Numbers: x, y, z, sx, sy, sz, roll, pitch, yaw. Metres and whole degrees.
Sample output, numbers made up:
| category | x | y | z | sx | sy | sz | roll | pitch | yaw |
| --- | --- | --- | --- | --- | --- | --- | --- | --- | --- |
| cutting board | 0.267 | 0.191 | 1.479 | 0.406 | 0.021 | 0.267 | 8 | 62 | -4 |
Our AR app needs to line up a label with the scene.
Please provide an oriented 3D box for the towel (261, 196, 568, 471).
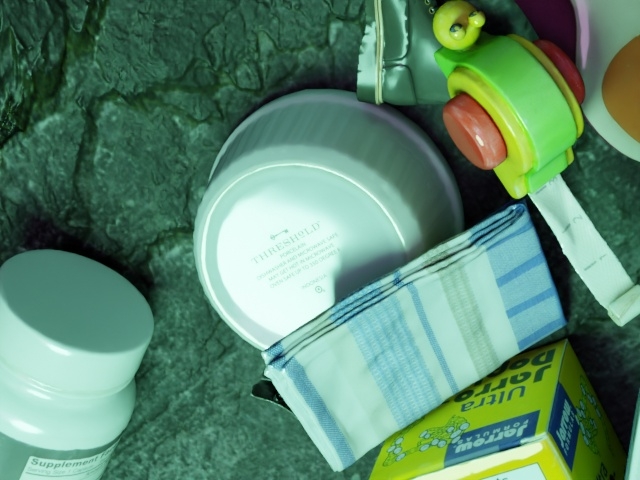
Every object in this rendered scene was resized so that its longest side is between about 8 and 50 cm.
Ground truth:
| category | x | y | z | sx | sy | sz | roll | pitch | yaw |
| --- | --- | --- | --- | --- | --- | --- | --- | --- | --- |
| towel | 0.097 | 0.096 | 1.286 | 0.285 | 0.034 | 0.209 | -31 | 137 | -4 |

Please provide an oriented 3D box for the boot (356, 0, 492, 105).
| category | x | y | z | sx | sy | sz | roll | pitch | yaw |
| --- | --- | --- | --- | --- | --- | --- | --- | --- | --- |
| boot | 0.110 | -0.211 | 1.251 | 0.137 | 0.077 | 0.198 | 9 | 129 | 7 |

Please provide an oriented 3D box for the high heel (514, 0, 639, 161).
| category | x | y | z | sx | sy | sz | roll | pitch | yaw |
| --- | --- | --- | --- | --- | --- | --- | --- | --- | --- |
| high heel | 0.217 | -0.239 | 1.214 | 0.127 | 0.181 | 0.377 | -31 | 122 | -3 |

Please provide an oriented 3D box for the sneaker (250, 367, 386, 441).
| category | x | y | z | sx | sy | sz | roll | pitch | yaw |
| --- | --- | --- | --- | --- | --- | --- | --- | --- | --- |
| sneaker | 0.014 | 0.177 | 1.433 | 0.170 | 0.089 | 0.051 | 35 | 118 | 0 |

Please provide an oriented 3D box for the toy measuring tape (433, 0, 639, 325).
| category | x | y | z | sx | sy | sz | roll | pitch | yaw |
| --- | --- | --- | --- | --- | --- | --- | --- | --- | --- |
| toy measuring tape | 0.198 | -0.063 | 1.159 | 0.121 | 0.121 | 0.330 | -30 | 101 | 25 |

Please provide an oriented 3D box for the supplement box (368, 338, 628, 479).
| category | x | y | z | sx | sy | sz | roll | pitch | yaw |
| --- | --- | --- | --- | --- | --- | --- | --- | --- | --- |
| supplement box | 0.225 | 0.315 | 1.373 | 0.194 | 0.195 | 0.357 | -22 | 106 | 23 |

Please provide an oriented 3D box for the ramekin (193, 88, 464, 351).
| category | x | y | z | sx | sy | sz | roll | pitch | yaw |
| --- | --- | --- | --- | --- | --- | --- | --- | --- | --- |
| ramekin | 0.000 | 0.000 | 1.338 | 0.272 | 0.127 | 0.273 | 6 | 115 | 14 |

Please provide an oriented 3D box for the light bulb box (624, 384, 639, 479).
| category | x | y | z | sx | sy | sz | roll | pitch | yaw |
| --- | --- | --- | --- | --- | --- | --- | --- | --- | --- |
| light bulb box | 0.375 | 0.121 | 1.111 | 0.225 | 0.361 | 0.358 | 9 | 129 | 13 |

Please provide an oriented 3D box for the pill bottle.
| category | x | y | z | sx | sy | sz | roll | pitch | yaw |
| --- | --- | --- | --- | --- | --- | --- | --- | --- | --- |
| pill bottle | -0.322 | 0.200 | 1.479 | 0.204 | 0.204 | 0.361 | 29 | 117 | 3 |
